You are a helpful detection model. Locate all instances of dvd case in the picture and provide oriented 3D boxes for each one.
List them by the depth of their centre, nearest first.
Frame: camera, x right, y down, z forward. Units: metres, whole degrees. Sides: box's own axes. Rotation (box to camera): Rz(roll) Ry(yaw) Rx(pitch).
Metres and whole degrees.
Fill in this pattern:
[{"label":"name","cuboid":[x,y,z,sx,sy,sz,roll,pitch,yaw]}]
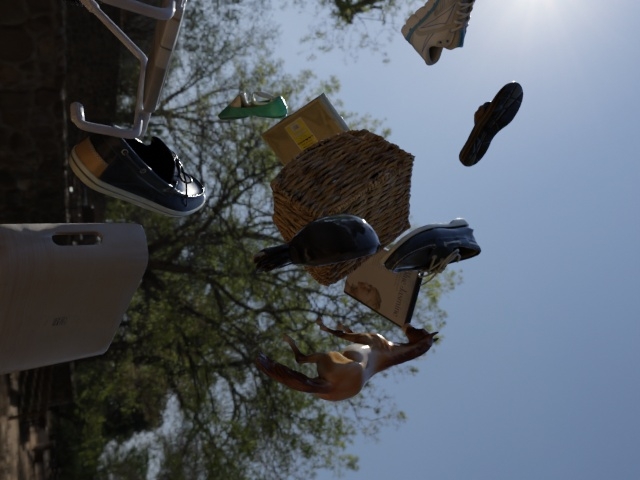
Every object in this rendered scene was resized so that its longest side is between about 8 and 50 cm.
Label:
[{"label":"dvd case","cuboid":[0.168,0.112,1.480,0.253,0.022,0.180,28,-68,45]}]

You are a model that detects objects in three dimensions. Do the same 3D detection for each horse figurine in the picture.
[{"label":"horse figurine","cuboid":[0.030,0.169,0.781,0.174,0.263,0.066,19,-67,39]}]

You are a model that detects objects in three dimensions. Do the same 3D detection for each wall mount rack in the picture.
[{"label":"wall mount rack","cuboid":[-0.270,-0.324,0.742,0.350,0.130,0.304,-52,-142,45]}]

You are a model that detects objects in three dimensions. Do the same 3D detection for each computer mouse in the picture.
[{"label":"computer mouse","cuboid":[0.000,0.000,0.876,0.272,0.188,0.072,169,-91,-70]}]

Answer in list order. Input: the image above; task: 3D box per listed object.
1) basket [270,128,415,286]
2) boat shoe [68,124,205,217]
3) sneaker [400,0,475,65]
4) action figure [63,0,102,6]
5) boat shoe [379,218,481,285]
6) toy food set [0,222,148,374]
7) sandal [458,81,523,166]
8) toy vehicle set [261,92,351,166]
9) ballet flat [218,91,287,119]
[{"label":"basket","cuboid":[0.042,-0.083,1.207,0.213,0.299,0.223,35,-32,33]},{"label":"boat shoe","cuboid":[-0.447,-0.185,1.464,0.156,0.500,0.187,-42,-109,10]},{"label":"sneaker","cuboid":[0.187,-0.314,0.741,0.083,0.071,0.190,65,-22,9]},{"label":"action figure","cuboid":[-0.402,-0.568,0.964,0.141,0.164,0.275,29,-62,10]},{"label":"boat shoe","cuboid":[0.207,0.023,0.974,0.095,0.254,0.079,-47,-113,36]},{"label":"toy food set","cuboid":[-0.435,0.097,0.869,0.092,0.220,0.306,52,-56,28]},{"label":"sandal","cuboid":[0.382,-0.272,1.235,0.060,0.090,0.219,42,-76,44]},{"label":"toy vehicle set","cuboid":[-0.039,-0.304,1.585,0.267,0.035,0.166,-20,-66,44]},{"label":"ballet flat","cuboid":[-0.225,-0.442,1.751,0.083,0.247,0.087,-59,146,-55]}]
